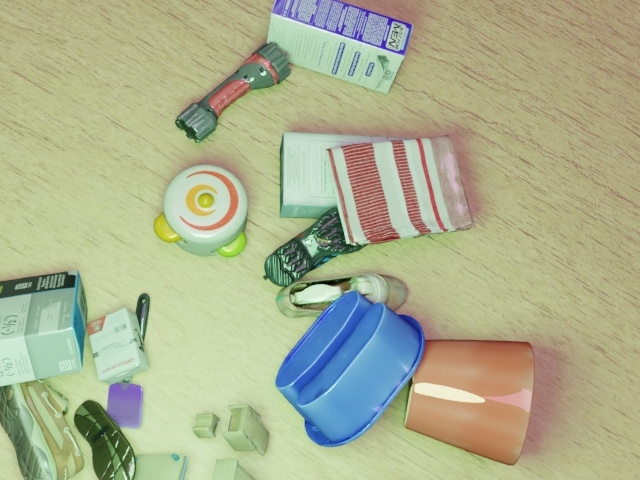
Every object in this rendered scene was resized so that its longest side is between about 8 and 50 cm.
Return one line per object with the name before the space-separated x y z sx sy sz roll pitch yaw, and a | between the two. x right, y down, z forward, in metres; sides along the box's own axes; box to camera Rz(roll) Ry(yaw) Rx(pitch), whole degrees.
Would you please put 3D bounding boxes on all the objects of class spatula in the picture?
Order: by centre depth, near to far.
spatula | -0.412 0.260 1.664 0.084 0.030 0.297 2 70 10

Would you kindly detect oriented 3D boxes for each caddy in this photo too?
caddy | 0.071 0.275 1.611 0.341 0.241 0.179 -50 117 -10

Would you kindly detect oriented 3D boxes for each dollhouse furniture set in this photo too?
dollhouse furniture set | -0.269 0.524 1.589 0.303 0.198 0.286 -9 48 20

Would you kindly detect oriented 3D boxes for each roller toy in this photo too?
roller toy | -0.264 -0.071 1.728 0.209 0.146 0.191 9 71 -5

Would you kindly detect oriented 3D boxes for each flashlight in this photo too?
flashlight | -0.209 -0.358 1.850 0.103 0.103 0.304 47 72 -4

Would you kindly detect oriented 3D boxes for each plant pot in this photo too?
plant pot | 0.314 0.333 1.642 0.243 0.275 0.275 9 72 6

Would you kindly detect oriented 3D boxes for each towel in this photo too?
towel | 0.187 -0.120 1.727 0.329 0.037 0.237 -8 77 -23

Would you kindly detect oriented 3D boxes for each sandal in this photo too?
sandal | -0.446 0.429 1.582 0.090 0.060 0.219 -42 58 -7

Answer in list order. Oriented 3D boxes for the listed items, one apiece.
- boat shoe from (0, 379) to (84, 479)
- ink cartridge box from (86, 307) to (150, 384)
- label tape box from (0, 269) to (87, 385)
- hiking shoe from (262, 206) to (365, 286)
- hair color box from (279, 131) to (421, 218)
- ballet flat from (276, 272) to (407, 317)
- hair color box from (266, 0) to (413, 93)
boat shoe | -0.591 0.362 1.577 0.116 0.123 0.324 -7 61 -45
ink cartridge box | -0.437 0.229 1.633 0.099 0.056 0.135 -23 66 5
label tape box | -0.664 0.185 1.537 0.347 0.249 0.115 -7 117 -12
hiking shoe | 0.000 0.000 1.736 0.304 0.132 0.113 -26 94 -10
hair color box | 0.091 -0.150 1.823 0.374 0.113 0.185 2 74 -7
ballet flat | 0.058 0.128 1.735 0.316 0.106 0.108 -7 71 -11
hair color box | 0.041 -0.500 1.885 0.338 0.185 0.110 19 70 -3
